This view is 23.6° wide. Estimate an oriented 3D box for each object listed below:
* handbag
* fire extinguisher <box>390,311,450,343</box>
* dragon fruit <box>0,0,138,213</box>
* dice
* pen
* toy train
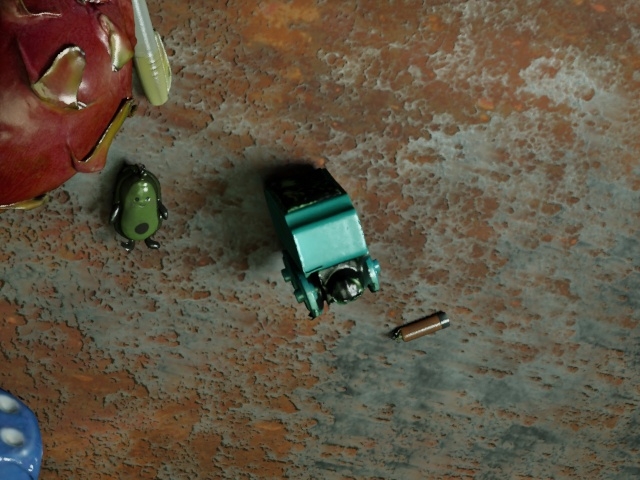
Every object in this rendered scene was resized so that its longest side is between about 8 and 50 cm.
[{"bbox_3d":[-0.219,-0.044,1.831,0.072,0.047,0.111,-6,125,-16],"label":"handbag"},{"bbox_3d":[0.133,0.119,2.069,0.083,0.022,0.028,-19,162,-6],"label":"fire extinguisher"},{"bbox_3d":[-0.327,-0.161,1.617,0.315,0.250,0.250,-25,128,22],"label":"dragon fruit"},{"bbox_3d":[-0.432,0.270,1.901,0.146,0.146,0.143,14,118,-27],"label":"dice"},{"bbox_3d":[-0.203,-0.254,1.713,0.040,0.032,0.233,-31,129,-27],"label":"pen"},{"bbox_3d":[0.000,0.000,1.849,0.107,0.198,0.154,-20,113,-7],"label":"toy train"}]
